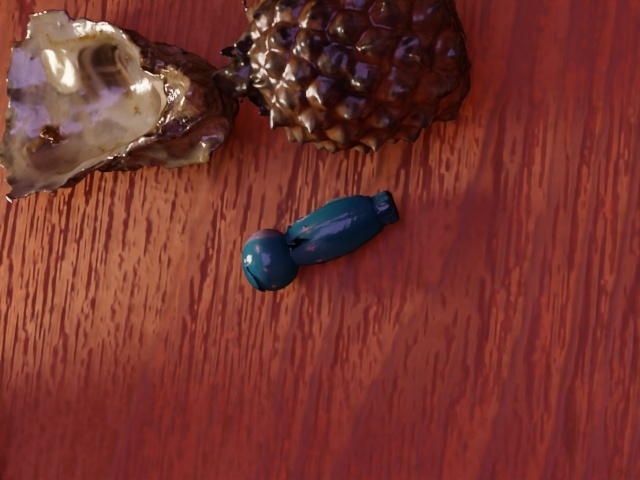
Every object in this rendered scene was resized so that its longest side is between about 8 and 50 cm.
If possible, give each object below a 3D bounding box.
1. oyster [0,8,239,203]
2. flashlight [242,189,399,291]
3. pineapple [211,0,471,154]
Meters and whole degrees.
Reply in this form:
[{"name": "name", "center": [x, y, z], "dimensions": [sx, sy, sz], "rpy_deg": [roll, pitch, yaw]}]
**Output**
[{"name": "oyster", "center": [-0.160, -0.104, 1.541], "dimensions": [0.233, 0.107, 0.161], "rpy_deg": [0, 84, 36]}, {"name": "flashlight", "center": [0.000, 0.000, 1.490], "dimensions": [0.129, 0.051, 0.051], "rpy_deg": [-22, 74, 7]}, {"name": "pineapple", "center": [0.013, -0.143, 1.447], "dimensions": [0.193, 0.166, 0.166], "rpy_deg": [-14, 75, 1]}]
